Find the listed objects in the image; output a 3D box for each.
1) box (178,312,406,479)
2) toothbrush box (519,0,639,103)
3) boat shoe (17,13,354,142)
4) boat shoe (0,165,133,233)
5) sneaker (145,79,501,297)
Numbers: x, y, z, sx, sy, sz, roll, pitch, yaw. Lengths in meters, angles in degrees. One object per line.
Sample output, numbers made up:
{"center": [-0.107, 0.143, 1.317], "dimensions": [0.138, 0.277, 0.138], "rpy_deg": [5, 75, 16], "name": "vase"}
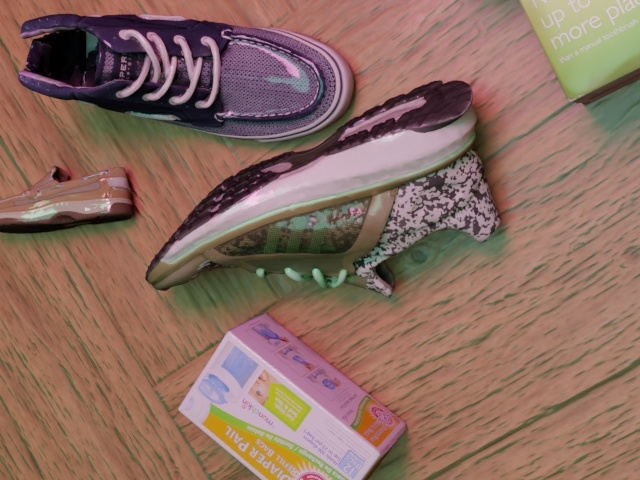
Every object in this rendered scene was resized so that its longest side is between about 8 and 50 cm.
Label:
{"center": [-0.028, 0.189, 1.038], "dimensions": [0.203, 0.103, 0.114], "rpy_deg": [37, 107, 12], "name": "box"}
{"center": [0.259, -0.291, 0.861], "dimensions": [0.206, 0.122, 0.283], "rpy_deg": [-26, 86, 22], "name": "toothbrush box"}
{"center": [-0.147, -0.168, 1.006], "dimensions": [0.341, 0.158, 0.127], "rpy_deg": [7, 99, 20], "name": "boat shoe"}
{"center": [-0.308, -0.051, 1.138], "dimensions": [0.190, 0.068, 0.072], "rpy_deg": [-6, 83, 11], "name": "boat shoe"}
{"center": [0.000, 0.000, 0.995], "dimensions": [0.410, 0.158, 0.182], "rpy_deg": [-22, 106, 26], "name": "sneaker"}
